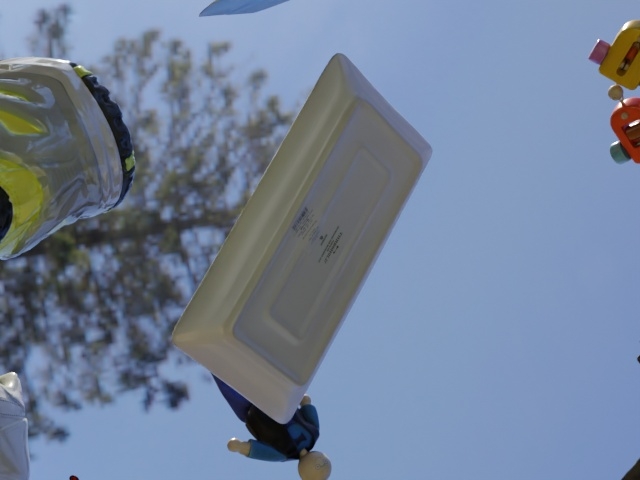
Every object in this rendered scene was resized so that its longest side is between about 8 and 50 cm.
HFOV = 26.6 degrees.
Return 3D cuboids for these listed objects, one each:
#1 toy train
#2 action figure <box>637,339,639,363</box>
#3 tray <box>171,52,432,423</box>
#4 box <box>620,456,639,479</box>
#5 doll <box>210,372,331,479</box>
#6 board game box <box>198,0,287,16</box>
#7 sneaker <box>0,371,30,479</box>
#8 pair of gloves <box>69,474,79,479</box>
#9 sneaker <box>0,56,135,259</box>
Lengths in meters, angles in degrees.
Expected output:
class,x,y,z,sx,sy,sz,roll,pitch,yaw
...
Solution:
class,x,y,z,sx,sy,sz,roll,pitch,yaw
toy train,0.284,-0.130,1.062,0.166,0.046,0.125,-30,-72,40
action figure,0.273,0.081,0.664,0.276,0.141,0.164,-24,-132,53
tray,0.000,0.000,1.069,0.030,0.145,0.270,10,-115,48
box,0.416,0.245,1.148,0.179,0.343,0.312,61,-39,32
doll,-0.057,0.191,1.480,0.189,0.129,0.046,50,-44,6
board game box,-0.029,-0.226,1.115,0.133,0.169,0.033,-21,-89,27
sneaker,-0.310,0.103,0.864,0.114,0.305,0.152,-18,-121,30
pair of gloves,-0.144,0.204,0.930,0.083,0.010,0.074,29,-39,34
sneaker,-0.314,-0.054,0.925,0.385,0.147,0.145,-2,-68,34
